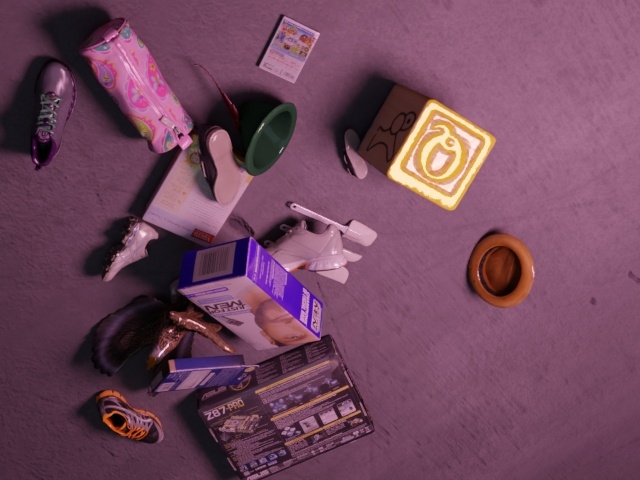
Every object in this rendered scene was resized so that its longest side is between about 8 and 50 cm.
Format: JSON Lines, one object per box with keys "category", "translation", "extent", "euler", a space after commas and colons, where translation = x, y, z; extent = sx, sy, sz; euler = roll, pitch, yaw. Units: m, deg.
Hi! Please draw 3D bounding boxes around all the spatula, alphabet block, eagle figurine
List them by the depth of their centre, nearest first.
{"category": "alphabet block", "translation": [0.226, -0.206, 1.813], "extent": [0.194, 0.197, 0.192], "euler": [24, 102, -24]}
{"category": "eagle figurine", "translation": [-0.384, 0.240, 1.998], "extent": [0.298, 0.225, 0.226], "euler": [-31, 81, 41]}
{"category": "spatula", "translation": [0.000, 0.000, 2.011], "extent": [0.242, 0.019, 0.168], "euler": [24, 118, -22]}

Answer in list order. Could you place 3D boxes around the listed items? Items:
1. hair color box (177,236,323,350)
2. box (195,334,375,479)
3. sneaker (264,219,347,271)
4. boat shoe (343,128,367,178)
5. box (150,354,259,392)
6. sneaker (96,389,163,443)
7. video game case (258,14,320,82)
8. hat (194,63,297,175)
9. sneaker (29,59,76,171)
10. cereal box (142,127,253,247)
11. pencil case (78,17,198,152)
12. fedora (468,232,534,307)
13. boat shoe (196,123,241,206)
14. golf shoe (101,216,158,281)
{"category": "hair color box", "translation": [-0.153, 0.132, 1.913], "extent": [0.185, 0.110, 0.339], "euler": [-13, 146, 26]}
{"category": "box", "translation": [-0.089, 0.460, 2.213], "extent": [0.395, 0.097, 0.318], "euler": [-24, 123, 3]}
{"category": "sneaker", "translation": [-0.071, 0.014, 1.958], "extent": [0.263, 0.099, 0.121], "euler": [-5, 95, 8]}
{"category": "boat shoe", "translation": [0.072, -0.199, 1.896], "extent": [0.046, 0.038, 0.125], "euler": [-42, 127, -26]}
{"category": "box", "translation": [-0.272, 0.312, 1.952], "extent": [0.225, 0.036, 0.136], "euler": [2, 151, -31]}
{"category": "sneaker", "translation": [-0.496, 0.476, 2.145], "extent": [0.084, 0.083, 0.215], "euler": [-42, 120, 12]}
{"category": "video game case", "translation": [-0.067, -0.405, 1.762], "extent": [0.087, 0.011, 0.122], "euler": [21, 114, -21]}
{"category": "hat", "translation": [-0.171, -0.272, 1.803], "extent": [0.184, 0.173, 0.208], "euler": [33, 129, 17]}
{"category": "sneaker", "translation": [-0.551, -0.253, 1.699], "extent": [0.083, 0.098, 0.223], "euler": [8, 118, -16]}
{"category": "cereal box", "translation": [-0.271, -0.116, 1.867], "extent": [0.173, 0.047, 0.240], "euler": [26, 112, -24]}
{"category": "pencil case", "translation": [-0.367, -0.309, 1.690], "extent": [0.124, 0.124, 0.284], "euler": [-28, 121, 5]}
{"category": "fedora", "translation": [0.468, 0.072, 2.092], "extent": [0.079, 0.194, 0.194], "euler": [-15, 131, -48]}
{"category": "boat shoe", "translation": [-0.224, -0.165, 1.792], "extent": [0.075, 0.065, 0.206], "euler": [-36, 141, -28]}
{"category": "golf shoe", "translation": [-0.440, 0.034, 1.911], "extent": [0.086, 0.069, 0.176], "euler": [26, 113, -30]}
